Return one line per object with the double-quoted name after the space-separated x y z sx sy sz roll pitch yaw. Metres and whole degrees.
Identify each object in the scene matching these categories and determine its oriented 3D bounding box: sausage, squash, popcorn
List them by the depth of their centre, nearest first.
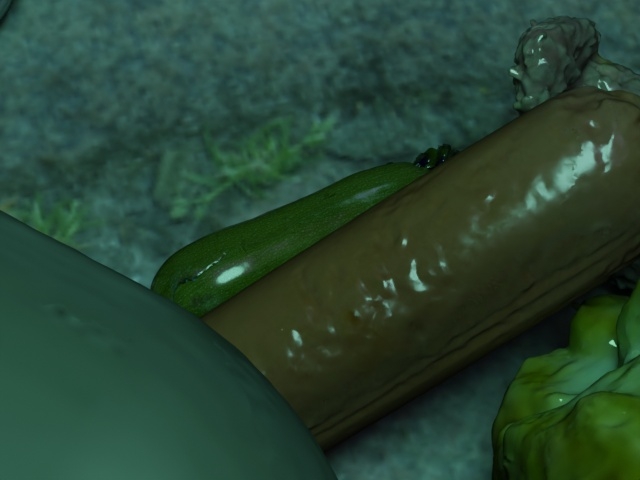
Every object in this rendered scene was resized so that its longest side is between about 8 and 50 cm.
0.172 0.112 0.761 0.204 0.221 0.184 41 101 -19 "popcorn"
0.031 0.030 0.795 0.289 0.086 0.086 -33 72 7 "sausage"
0.000 0.000 0.875 0.183 0.052 0.052 -21 71 -19 "squash"

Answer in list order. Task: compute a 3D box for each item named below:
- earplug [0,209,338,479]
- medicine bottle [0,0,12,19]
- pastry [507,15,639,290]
-0.181 0.127 0.649 0.394 0.313 0.313 26 65 4 "earplug"
-0.274 -0.192 0.866 0.254 0.152 0.152 30 66 8 "medicine bottle"
0.193 -0.010 0.875 0.265 0.112 0.103 37 55 -3 "pastry"
